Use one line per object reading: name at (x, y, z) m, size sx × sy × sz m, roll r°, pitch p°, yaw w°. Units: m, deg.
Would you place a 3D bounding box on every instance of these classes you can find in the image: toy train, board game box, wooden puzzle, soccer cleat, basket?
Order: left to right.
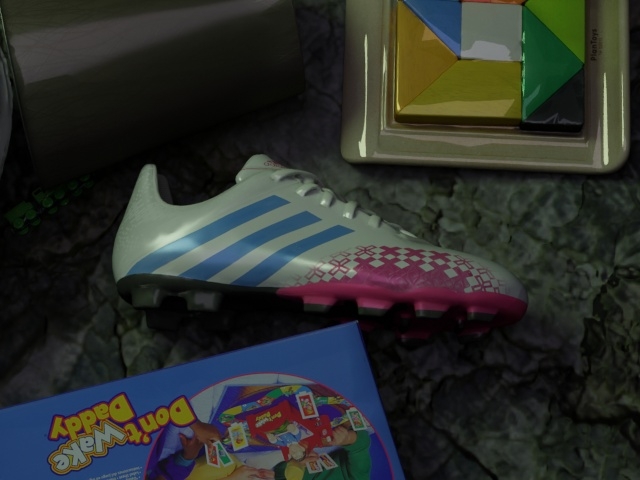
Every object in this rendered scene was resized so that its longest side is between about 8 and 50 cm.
toy train at (-0.225, -0.036, 1.455) m, size 0.083 × 0.017 × 0.023 m, roll -37°, pitch 64°, yaw -8°
basket at (-0.134, -0.158, 1.422) m, size 0.227 × 0.154 × 0.204 m, roll -11°, pitch 80°, yaw -4°
board game box at (-0.108, 0.216, 1.280) m, size 0.347 × 0.078 × 0.233 m, roll -13°, pitch 68°, yaw -11°
soccer cleat at (0.000, 0.000, 1.379) m, size 0.331 × 0.116 × 0.143 m, roll 4°, pitch 73°, yaw 4°
wooden puzzle at (0.138, -0.166, 1.461) m, size 0.239 × 0.044 × 0.221 m, roll 1°, pitch 73°, yaw 4°

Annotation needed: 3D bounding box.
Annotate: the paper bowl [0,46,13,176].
paper bowl at (-0.368, -0.084, 1.381) m, size 0.284 × 0.148 × 0.284 m, roll -6°, pitch 76°, yaw 27°
